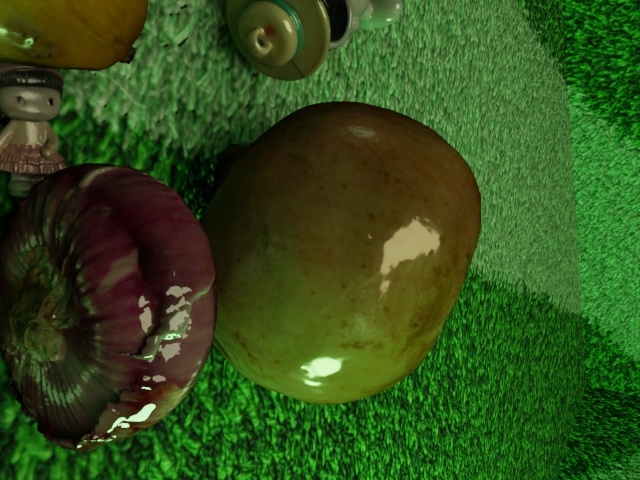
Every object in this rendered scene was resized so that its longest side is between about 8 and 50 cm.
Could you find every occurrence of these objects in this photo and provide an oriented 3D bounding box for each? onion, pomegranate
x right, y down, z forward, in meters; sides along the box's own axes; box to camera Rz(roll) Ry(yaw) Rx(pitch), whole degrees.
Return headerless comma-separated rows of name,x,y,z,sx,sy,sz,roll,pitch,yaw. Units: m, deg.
onion,-0.161,0.052,0.468,0.163,0.229,0.230,1,94,-47
pomegranate,0.000,0.000,0.625,0.338,0.337,0.339,-11,104,-52

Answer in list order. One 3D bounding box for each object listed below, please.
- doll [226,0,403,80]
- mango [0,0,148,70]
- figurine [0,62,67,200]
doll,0.010,-0.296,0.712,0.271,0.143,0.208,6,81,-48
mango,-0.270,-0.234,0.354,0.359,0.143,0.187,26,58,-44
figurine,-0.254,-0.099,0.471,0.072,0.054,0.129,-7,108,-37
